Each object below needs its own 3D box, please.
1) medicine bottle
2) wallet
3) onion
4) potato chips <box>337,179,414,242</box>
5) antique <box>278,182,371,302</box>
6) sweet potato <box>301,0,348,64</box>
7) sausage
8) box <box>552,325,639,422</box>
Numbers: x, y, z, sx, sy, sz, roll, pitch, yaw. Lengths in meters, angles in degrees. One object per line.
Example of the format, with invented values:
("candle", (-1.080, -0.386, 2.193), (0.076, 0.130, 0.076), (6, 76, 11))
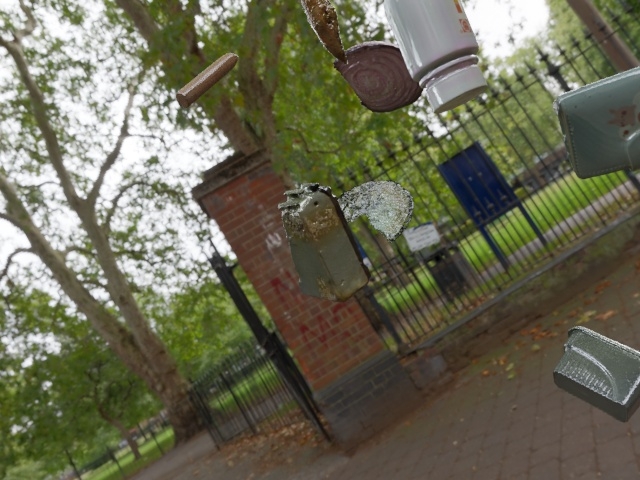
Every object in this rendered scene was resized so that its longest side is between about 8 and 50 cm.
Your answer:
("medicine bottle", (0.273, -0.459, 1.299), (0.170, 0.293, 0.170), (-22, -3, -1))
("wallet", (0.786, -0.299, 1.377), (0.360, 0.252, 0.083), (-18, 17, 14))
("onion", (0.202, -0.530, 1.719), (0.247, 0.250, 0.111), (-11, 44, 41))
("potato chips", (0.142, -0.085, 1.515), (0.220, 0.202, 0.029), (7, -29, 14))
("antique", (0.000, 0.000, 1.359), (0.150, 0.284, 0.125), (2, 29, 48))
("sweet potato", (0.012, -0.492, 1.265), (0.068, 0.206, 0.060), (-22, 12, 20))
("sausage", (-0.158, -0.229, 0.787), (0.116, 0.026, 0.026), (-51, 2, -29))
("box", (0.831, 0.391, 1.650), (0.178, 0.138, 0.274), (-43, 41, -21))
